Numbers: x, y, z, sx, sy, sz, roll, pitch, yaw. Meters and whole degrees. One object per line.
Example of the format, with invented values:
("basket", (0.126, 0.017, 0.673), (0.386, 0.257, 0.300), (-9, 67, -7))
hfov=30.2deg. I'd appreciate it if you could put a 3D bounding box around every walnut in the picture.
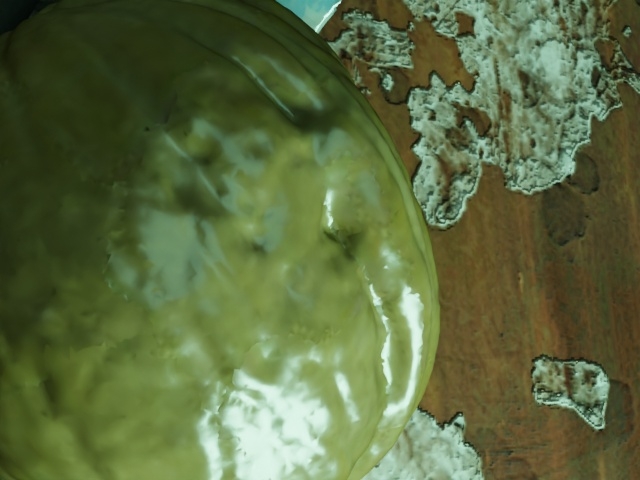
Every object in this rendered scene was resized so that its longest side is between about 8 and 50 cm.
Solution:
("walnut", (-0.079, 0.021, 0.672), (0.333, 0.333, 0.333), (9, 72, -29))

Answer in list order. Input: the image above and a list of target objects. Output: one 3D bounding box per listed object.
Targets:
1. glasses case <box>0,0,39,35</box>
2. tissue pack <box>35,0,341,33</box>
("glasses case", (-0.204, -0.151, 0.701), (0.072, 0.190, 0.042), (32, 33, -16))
("tissue pack", (-0.123, -0.192, 0.791), (0.229, 0.145, 0.159), (27, 21, -23))
